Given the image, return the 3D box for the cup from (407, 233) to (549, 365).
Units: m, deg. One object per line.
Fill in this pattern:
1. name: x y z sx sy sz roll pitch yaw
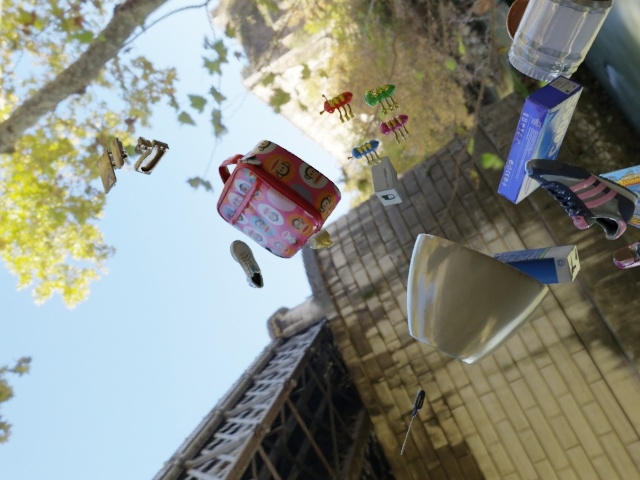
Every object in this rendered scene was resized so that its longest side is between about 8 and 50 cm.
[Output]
1. cup: 0.341 0.158 1.409 0.331 0.236 0.331 25 177 1

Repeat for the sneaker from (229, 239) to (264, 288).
1. sneaker: -0.237 0.081 1.964 0.190 0.071 0.083 61 166 -16

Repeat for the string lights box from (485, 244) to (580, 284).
1. string lights box: 0.582 0.074 1.659 0.133 0.260 0.076 -25 -77 -54

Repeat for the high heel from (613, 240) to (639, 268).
1. high heel: 0.987 0.025 1.710 0.117 0.244 0.082 19 -130 -56

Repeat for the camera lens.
1. camera lens: 0.712 -0.642 1.745 0.274 0.220 0.219 104 158 -44

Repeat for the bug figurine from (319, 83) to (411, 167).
1. bug figurine: 0.133 -0.340 1.654 0.279 0.216 0.072 53 -158 -44

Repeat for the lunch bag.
1. lunch bag: -0.114 -0.096 1.298 0.258 0.293 0.120 36 -118 -5

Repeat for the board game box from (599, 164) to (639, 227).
1. board game box: 1.085 -0.144 1.928 0.308 0.302 0.086 19 -103 -20

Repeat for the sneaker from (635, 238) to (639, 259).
1. sneaker: 0.769 0.056 1.155 0.286 0.109 0.130 30 -174 39

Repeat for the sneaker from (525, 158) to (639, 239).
1. sneaker: 0.648 -0.104 1.468 0.319 0.131 0.112 20 175 -9

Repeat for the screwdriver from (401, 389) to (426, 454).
1. screwdriver: 0.229 0.457 1.480 0.025 0.169 0.024 31 158 -3

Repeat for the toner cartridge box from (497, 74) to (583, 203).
1. toner cartridge box: 0.625 -0.282 1.684 0.075 0.165 0.347 41 151 30

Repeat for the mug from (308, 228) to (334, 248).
1. mug: -0.003 -0.003 1.938 0.064 0.078 0.062 -28 -80 -53

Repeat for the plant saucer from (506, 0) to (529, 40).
1. plant saucer: 0.781 -0.804 2.142 0.199 0.200 0.037 58 -169 -8

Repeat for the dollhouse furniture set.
1. dollhouse furniture set: -0.518 -0.206 1.656 0.151 0.144 0.123 15 -141 -47

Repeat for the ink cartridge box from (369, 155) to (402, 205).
1. ink cartridge box: 0.238 -0.215 2.134 0.175 0.073 0.127 36 -135 -68
